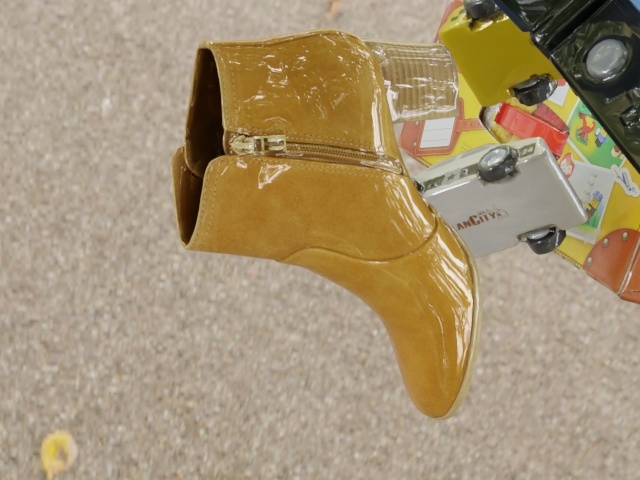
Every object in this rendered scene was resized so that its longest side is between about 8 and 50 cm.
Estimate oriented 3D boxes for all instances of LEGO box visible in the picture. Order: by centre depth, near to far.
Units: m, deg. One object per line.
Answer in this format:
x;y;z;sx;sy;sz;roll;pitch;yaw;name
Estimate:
0.359;-0.075;1.409;0.372;0.193;0.500;14;13;-24;LEGO box

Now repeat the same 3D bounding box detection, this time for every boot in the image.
0.000;-0.001;0.953;0.211;0.295;0.104;-8;10;-28;boot

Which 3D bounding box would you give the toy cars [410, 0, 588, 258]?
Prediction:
0.166;-0.110;1.115;0.176;0.393;0.087;21;43;0;toy cars

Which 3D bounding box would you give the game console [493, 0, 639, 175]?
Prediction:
0.225;-0.220;0.796;0.173;0.293;0.250;31;23;-43;game console
